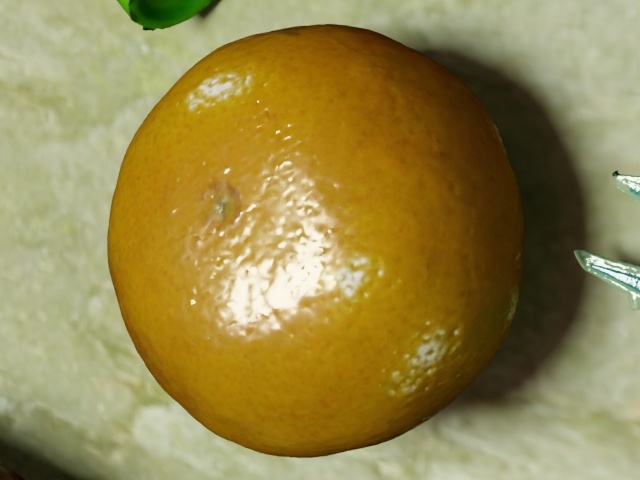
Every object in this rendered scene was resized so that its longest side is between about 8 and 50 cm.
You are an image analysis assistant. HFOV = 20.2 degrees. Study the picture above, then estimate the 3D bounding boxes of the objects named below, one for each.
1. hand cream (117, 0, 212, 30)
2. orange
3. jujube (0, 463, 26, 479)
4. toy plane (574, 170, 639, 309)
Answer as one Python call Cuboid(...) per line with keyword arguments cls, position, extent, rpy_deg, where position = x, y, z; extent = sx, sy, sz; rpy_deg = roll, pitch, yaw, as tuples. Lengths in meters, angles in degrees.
Cuboid(cls="hand cream", position=(-0.123, -0.206, 0.777), extent=(0.079, 0.050, 0.275), rpy_deg=(-37, 65, 7))
Cuboid(cls="orange", position=(0.000, 0.000, 0.648), extent=(0.156, 0.124, 0.156), rpy_deg=(-6, 77, 29))
Cuboid(cls="jujube", position=(-0.232, 0.197, 0.795), extent=(0.377, 0.258, 0.258), rpy_deg=(18, 107, 31))
Cuboid(cls="toy plane", position=(0.127, 0.011, 0.604), extent=(0.080, 0.033, 0.083), rpy_deg=(-14, 94, 38))
